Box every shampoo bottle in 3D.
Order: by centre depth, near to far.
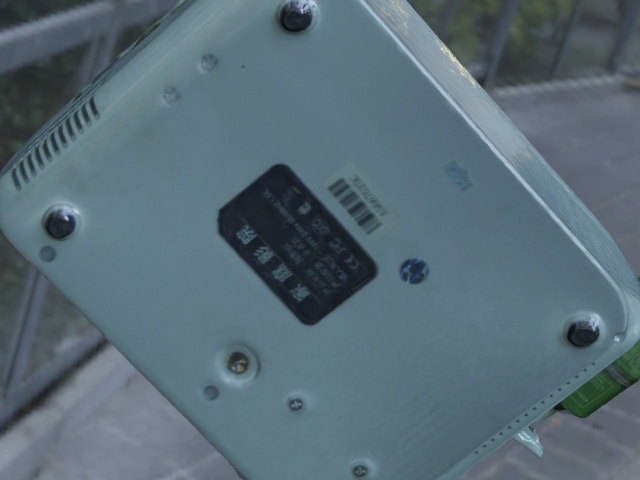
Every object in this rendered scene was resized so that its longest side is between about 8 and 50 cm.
[{"bbox_3d":[0.208,0.073,1.164,0.065,0.204,0.065,44,20,-21],"label":"shampoo bottle"}]

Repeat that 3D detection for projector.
[{"bbox_3d":[0.000,0.000,0.788,0.250,0.198,0.108,47,16,-14],"label":"projector"}]
